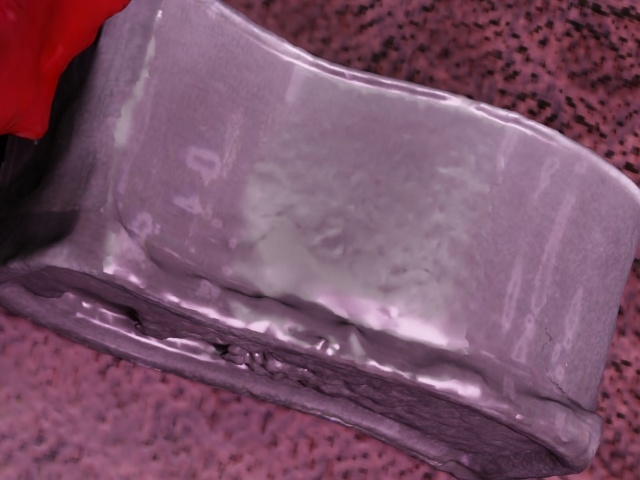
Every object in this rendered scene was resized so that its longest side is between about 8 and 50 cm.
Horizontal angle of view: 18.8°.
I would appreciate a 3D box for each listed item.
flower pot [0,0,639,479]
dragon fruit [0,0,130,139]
[{"bbox_3d":[0.000,0.000,0.672,0.229,0.103,0.108,20,70,-18],"label":"flower pot"},{"bbox_3d":[-0.214,-0.137,0.519,0.302,0.240,0.330,19,46,21],"label":"dragon fruit"}]
